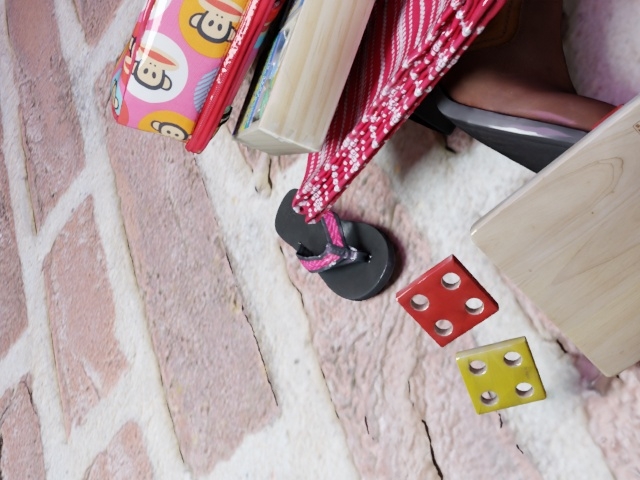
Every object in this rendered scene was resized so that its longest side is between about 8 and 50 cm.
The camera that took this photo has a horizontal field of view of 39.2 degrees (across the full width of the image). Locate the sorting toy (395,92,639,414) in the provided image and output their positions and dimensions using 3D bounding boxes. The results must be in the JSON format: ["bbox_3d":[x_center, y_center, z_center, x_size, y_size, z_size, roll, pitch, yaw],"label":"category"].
[{"bbox_3d":[0.175,-0.001,0.538,0.274,0.132,0.046,-41,13,24],"label":"sorting toy"}]

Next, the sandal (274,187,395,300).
[{"bbox_3d":[0.000,0.000,0.792,0.179,0.040,0.067,34,101,50],"label":"sandal"}]

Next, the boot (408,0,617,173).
[{"bbox_3d":[0.180,-0.193,0.644,0.280,0.096,0.264,-60,28,5],"label":"boot"}]

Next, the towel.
[{"bbox_3d":[0.054,-0.158,0.673,0.275,0.031,0.198,-49,25,49],"label":"towel"}]

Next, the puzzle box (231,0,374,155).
[{"bbox_3d":[0.022,-0.272,0.774,0.272,0.052,0.408,-158,88,-80],"label":"puzzle box"}]

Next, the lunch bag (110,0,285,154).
[{"bbox_3d":[-0.096,-0.251,0.849,0.293,0.120,0.258,-85,20,-54],"label":"lunch bag"}]
